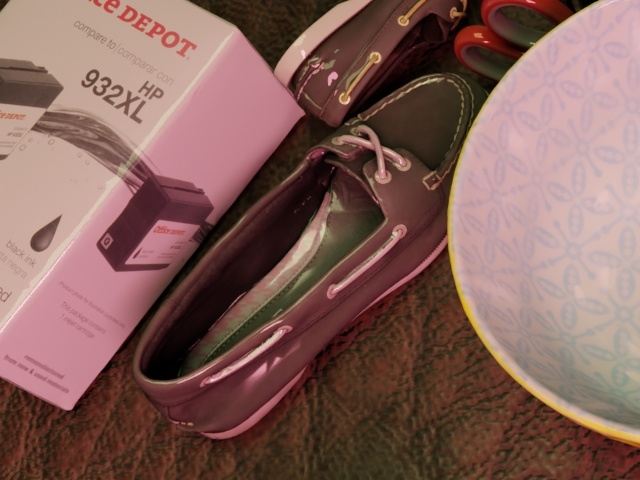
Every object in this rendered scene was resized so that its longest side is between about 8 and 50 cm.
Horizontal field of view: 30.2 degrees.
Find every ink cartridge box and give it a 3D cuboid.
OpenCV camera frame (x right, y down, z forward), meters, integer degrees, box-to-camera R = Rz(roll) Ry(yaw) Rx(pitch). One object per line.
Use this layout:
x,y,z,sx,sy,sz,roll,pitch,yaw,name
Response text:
-0.201,-0.060,0.943,0.223,0.129,0.307,33,82,33,ink cartridge box

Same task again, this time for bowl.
0.233,0.001,0.698,0.290,0.156,0.289,-10,63,20,bowl

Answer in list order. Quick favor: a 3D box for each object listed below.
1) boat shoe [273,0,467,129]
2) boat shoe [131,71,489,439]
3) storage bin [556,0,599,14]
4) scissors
0.069,-0.174,0.908,0.228,0.081,0.068,-41,83,-12,boat shoe
0.000,0.000,0.841,0.335,0.095,0.112,-49,56,-4,boat shoe
0.260,-0.169,0.789,0.180,0.122,0.084,12,72,29,storage bin
0.238,-0.109,0.820,0.297,0.109,0.021,18,65,5,scissors
